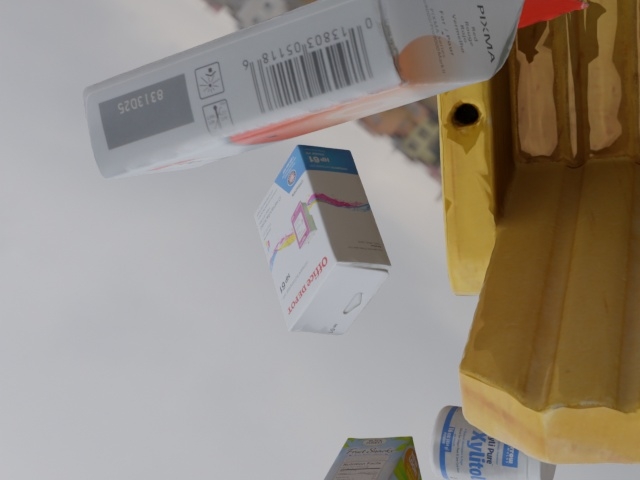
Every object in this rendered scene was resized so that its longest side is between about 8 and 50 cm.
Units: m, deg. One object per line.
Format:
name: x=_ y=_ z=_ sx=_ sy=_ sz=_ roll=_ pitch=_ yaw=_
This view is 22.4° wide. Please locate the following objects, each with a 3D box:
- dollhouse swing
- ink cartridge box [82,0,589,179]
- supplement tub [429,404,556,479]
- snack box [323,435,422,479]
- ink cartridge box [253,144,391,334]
dollhouse swing: x=0.218 y=-0.087 z=0.753 sx=0.347 sy=0.315 sz=0.305 roll=-2 pitch=-173 yaw=14
ink cartridge box: x=0.014 y=-0.063 z=0.663 sx=0.179 sy=0.145 sz=0.045 roll=-5 pitch=-98 yaw=-56
supplement tub: x=0.161 y=0.193 z=1.497 sx=0.107 sy=0.071 sz=0.071 roll=5 pitch=171 yaw=23
snack box: x=0.039 y=0.294 z=1.382 sx=0.207 sy=0.070 sz=0.174 roll=-56 pitch=-44 yaw=-57
ink cartridge box: x=0.000 y=0.000 z=1.254 sx=0.052 sy=0.088 sz=0.122 roll=5 pitch=-132 yaw=-30
